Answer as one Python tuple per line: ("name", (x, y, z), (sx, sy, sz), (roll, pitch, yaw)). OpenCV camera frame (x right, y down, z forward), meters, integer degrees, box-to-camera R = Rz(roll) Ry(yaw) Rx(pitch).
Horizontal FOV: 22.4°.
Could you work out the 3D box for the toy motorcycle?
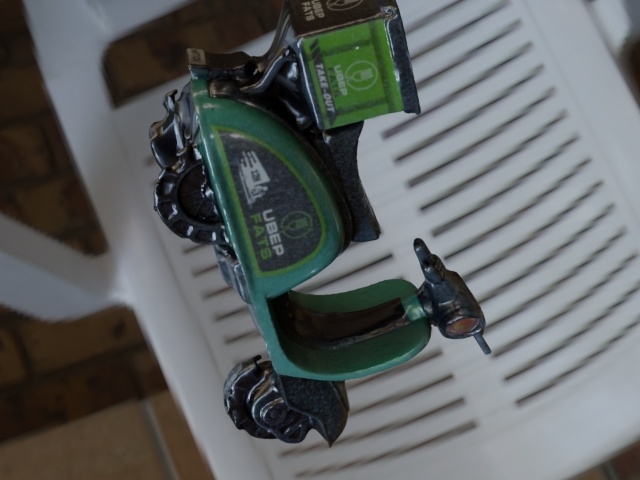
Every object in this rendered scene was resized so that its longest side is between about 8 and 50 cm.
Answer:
("toy motorcycle", (0.000, 0.000, 0.555), (0.100, 0.058, 0.173), (-14, 123, 2))
